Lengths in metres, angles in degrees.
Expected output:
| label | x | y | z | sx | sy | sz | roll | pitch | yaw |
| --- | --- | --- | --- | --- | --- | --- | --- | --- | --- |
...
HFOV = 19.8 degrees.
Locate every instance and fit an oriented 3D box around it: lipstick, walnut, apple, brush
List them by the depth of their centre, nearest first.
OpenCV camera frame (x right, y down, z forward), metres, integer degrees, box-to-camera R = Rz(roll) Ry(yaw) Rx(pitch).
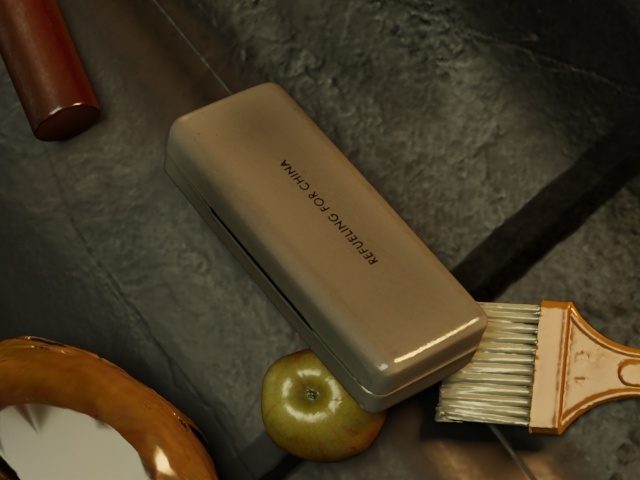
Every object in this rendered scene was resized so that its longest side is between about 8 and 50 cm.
| label | x | y | z | sx | sy | sz | roll | pitch | yaw |
| --- | --- | --- | --- | --- | --- | --- | --- | --- | --- |
| brush | 0.229 | 0.088 | 1.184 | 0.314 | 0.017 | 0.090 | 3 | 80 | 18 |
| apple | 0.001 | 0.109 | 1.227 | 0.084 | 0.071 | 0.084 | -3 | 79 | 16 |
| walnut | -0.165 | 0.147 | 1.243 | 0.245 | 0.137 | 0.137 | 24 | 88 | 18 |
| lipstick | -0.253 | -0.239 | 1.391 | 0.057 | 0.057 | 0.356 | -29 | 72 | 12 |

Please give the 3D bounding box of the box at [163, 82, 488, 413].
| label | x | y | z | sx | sy | sz | roll | pitch | yaw |
| --- | --- | --- | --- | --- | --- | --- | --- | --- | --- |
| box | 0.000 | 0.000 | 1.229 | 0.103 | 0.055 | 0.243 | -25 | 61 | -32 |
